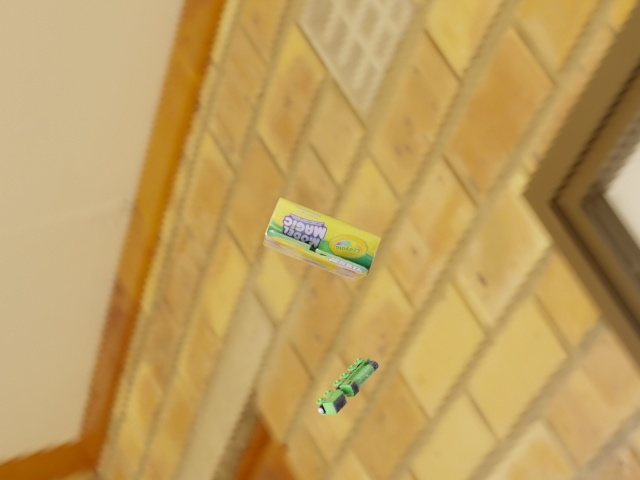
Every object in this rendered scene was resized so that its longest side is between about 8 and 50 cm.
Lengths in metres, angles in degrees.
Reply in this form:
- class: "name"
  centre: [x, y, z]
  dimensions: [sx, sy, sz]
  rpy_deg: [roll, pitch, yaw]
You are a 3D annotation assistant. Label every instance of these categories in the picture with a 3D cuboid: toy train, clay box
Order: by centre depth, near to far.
- class: "toy train"
  centre: [0.025, 0.129, 1.549]
  dimensions: [0.024, 0.017, 0.083]
  rpy_deg: [-8, 24, 40]
- class: "clay box"
  centre: [0.000, 0.000, 2.056]
  dimensions: [0.222, 0.127, 0.053]
  rpy_deg: [130, 162, -84]
